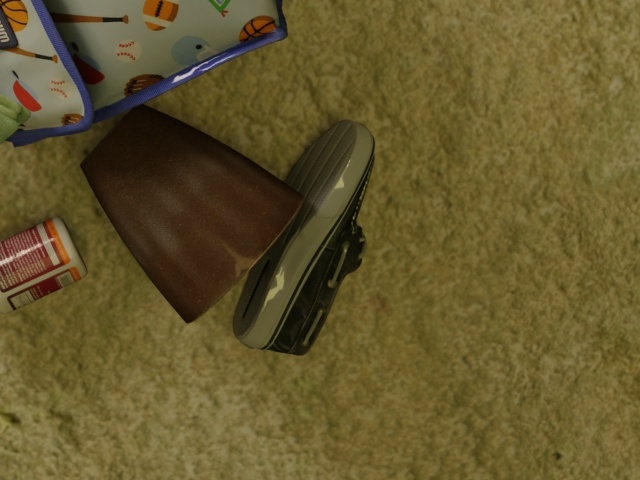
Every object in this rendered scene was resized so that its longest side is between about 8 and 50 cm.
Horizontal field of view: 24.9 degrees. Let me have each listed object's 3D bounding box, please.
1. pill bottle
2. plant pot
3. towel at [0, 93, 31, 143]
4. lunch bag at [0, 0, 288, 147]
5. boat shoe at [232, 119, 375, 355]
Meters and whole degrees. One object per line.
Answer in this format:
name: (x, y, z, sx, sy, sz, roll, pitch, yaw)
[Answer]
pill bottle: (-0.375, 0.037, 1.802, 0.152, 0.086, 0.086, -25, 111, -8)
plant pot: (-0.176, -0.053, 1.783, 0.230, 0.215, 0.215, 43, 91, -9)
towel: (-0.519, -0.193, 1.648, 0.325, 0.038, 0.248, 41, 134, -23)
lunch bag: (-0.274, -0.314, 1.647, 0.385, 0.239, 0.328, -21, 116, 8)
boat shoe: (0.000, 0.000, 1.894, 0.119, 0.121, 0.335, 18, 112, -28)
